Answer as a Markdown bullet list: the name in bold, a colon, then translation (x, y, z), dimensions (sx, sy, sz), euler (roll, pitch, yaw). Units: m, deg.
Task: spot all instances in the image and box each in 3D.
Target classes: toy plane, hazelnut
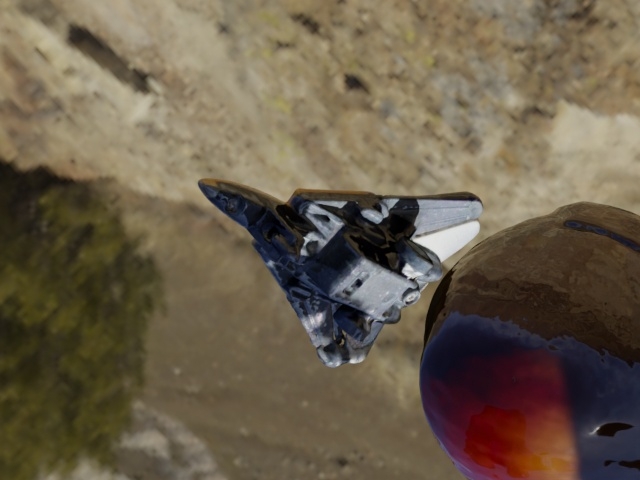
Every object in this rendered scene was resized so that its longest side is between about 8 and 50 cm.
- **toy plane**: translation (0.008, 0.008, 1.163), dimensions (0.103, 0.204, 0.316), euler (47, -168, 27)
- **hazelnut**: translation (0.172, 0.083, 0.925), dimensions (0.229, 0.229, 0.229), euler (41, 163, 15)
